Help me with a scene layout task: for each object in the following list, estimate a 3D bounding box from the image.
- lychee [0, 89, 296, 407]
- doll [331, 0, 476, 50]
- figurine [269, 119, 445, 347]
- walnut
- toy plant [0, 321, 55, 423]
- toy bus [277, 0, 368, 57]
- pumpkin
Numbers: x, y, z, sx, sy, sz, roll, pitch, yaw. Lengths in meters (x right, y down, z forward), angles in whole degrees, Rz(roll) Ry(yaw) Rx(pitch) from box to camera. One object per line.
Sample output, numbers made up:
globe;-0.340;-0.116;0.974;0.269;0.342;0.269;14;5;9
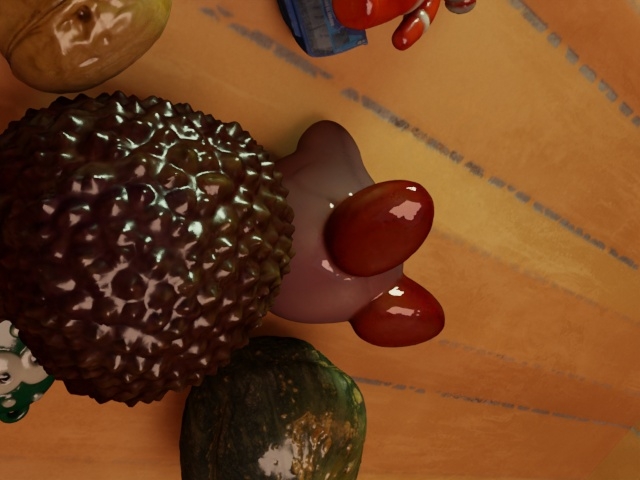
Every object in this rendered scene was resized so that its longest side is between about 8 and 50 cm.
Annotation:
lychee;-0.179;0.005;0.691;0.330;0.306;0.306;-23;134;-25
doll;0.123;-0.329;0.788;0.336;0.105;0.200;-35;129;-42
figurine;-0.001;0.007;0.894;0.211;0.261;0.270;-27;137;-12
walnut;-0.216;-0.217;0.645;0.180;0.144;0.144;-31;137;0
toy plant;-0.358;0.111;0.817;0.232;0.112;0.243;-35;134;-24
toy bus;-0.013;-0.311;0.766;0.094;0.079;0.237;-19;135;-1
pumpkin;-0.066;0.299;1.077;0.291;0.258;0.328;1;130;-22
